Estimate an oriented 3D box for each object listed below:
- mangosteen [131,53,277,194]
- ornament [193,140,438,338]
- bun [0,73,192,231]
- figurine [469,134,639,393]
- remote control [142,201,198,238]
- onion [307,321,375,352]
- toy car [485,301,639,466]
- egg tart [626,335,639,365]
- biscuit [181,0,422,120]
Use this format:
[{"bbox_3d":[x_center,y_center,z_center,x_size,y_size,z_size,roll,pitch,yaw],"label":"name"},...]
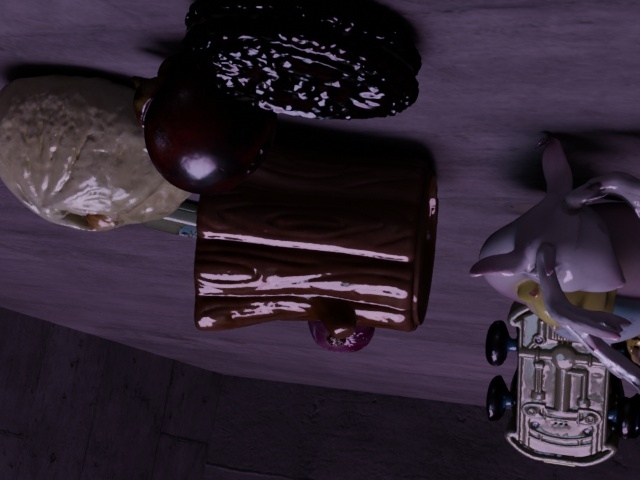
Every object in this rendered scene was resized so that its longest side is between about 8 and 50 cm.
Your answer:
[{"bbox_3d":[-0.106,-0.106,1.243,0.140,0.140,0.140,10,169,2],"label":"mangosteen"},{"bbox_3d":[0.000,0.000,1.444,0.218,0.221,0.235,5,142,10],"label":"ornament"},{"bbox_3d":[-0.223,-0.076,1.433,0.220,0.134,0.220,11,167,3],"label":"bun"},{"bbox_3d":[0.277,0.024,1.304,0.284,0.206,0.316,27,-175,17],"label":"figurine"},{"bbox_3d":[-0.120,-0.014,1.911,0.234,0.038,0.098,12,170,-12],"label":"remote control"},{"bbox_3d":[0.037,0.134,2.390,0.115,0.115,0.104,7,-147,18],"label":"onion"},{"bbox_3d":[0.331,0.149,1.893,0.204,0.247,0.198,6,-154,16],"label":"toy car"},{"bbox_3d":[0.429,0.105,1.545,0.315,0.120,0.315,31,161,12],"label":"egg tart"},{"bbox_3d":[-0.015,-0.141,1.111,0.195,0.053,0.194,11,169,2],"label":"biscuit"}]
